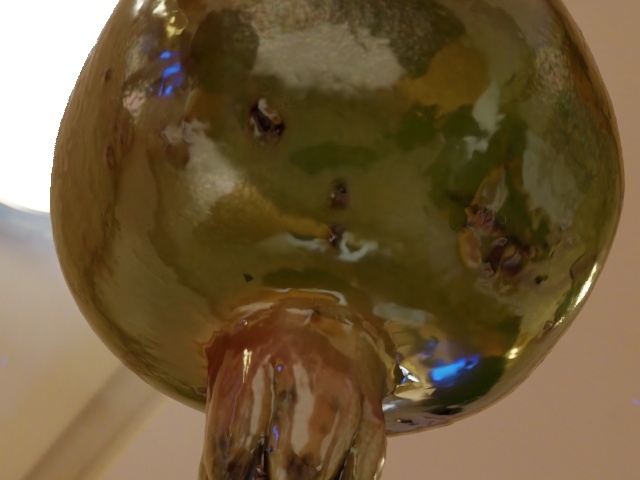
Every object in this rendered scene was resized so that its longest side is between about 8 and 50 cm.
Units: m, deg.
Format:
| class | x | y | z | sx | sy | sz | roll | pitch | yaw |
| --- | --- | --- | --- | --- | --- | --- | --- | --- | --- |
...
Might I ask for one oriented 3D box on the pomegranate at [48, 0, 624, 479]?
| class | x | y | z | sx | sy | sz | roll | pitch | yaw |
| --- | --- | --- | --- | --- | --- | --- | --- | --- | --- |
| pomegranate | 0.000 | 0.000 | 0.531 | 0.180 | 0.180 | 0.210 | 16 | -125 | -9 |
